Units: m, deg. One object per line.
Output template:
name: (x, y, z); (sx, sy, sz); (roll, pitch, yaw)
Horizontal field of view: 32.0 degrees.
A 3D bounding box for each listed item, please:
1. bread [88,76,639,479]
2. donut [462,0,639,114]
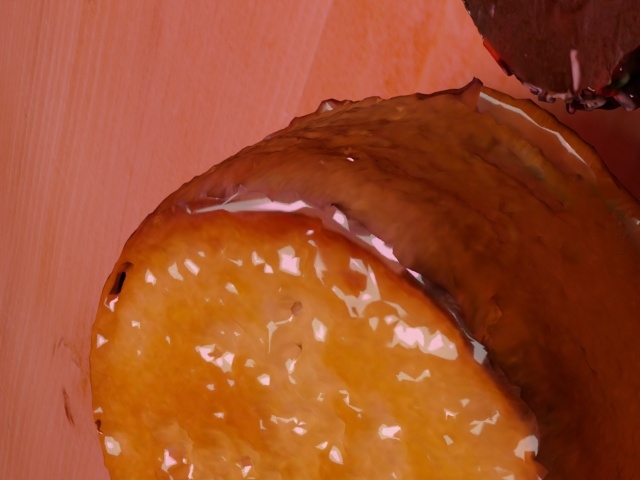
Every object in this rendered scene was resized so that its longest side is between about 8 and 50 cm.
bread: (0.038, 0.090, 0.715); (0.398, 0.215, 0.398); (13, 114, 32)
donut: (0.161, -0.204, 0.621); (0.269, 0.103, 0.269); (47, 146, 47)
